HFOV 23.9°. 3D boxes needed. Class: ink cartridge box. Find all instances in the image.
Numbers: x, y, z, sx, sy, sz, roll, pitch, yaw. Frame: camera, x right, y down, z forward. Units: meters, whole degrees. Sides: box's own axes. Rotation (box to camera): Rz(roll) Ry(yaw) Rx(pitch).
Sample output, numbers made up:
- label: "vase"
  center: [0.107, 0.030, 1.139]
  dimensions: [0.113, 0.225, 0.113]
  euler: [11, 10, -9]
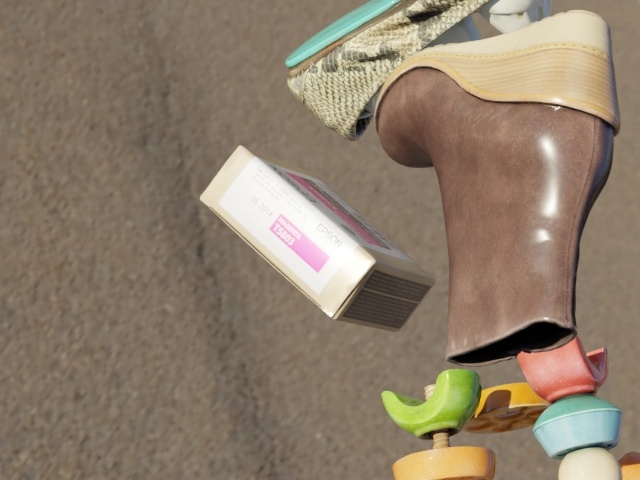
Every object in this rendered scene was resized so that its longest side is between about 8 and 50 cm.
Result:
- label: "ink cartridge box"
  center: [0.000, 0.000, 1.799]
  dimensions: [0.235, 0.088, 0.193]
  euler: [42, 10, 24]

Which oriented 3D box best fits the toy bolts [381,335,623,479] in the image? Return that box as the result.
- label: "toy bolts"
  center: [0.206, 0.207, 1.496]
  dimensions: [0.218, 0.228, 0.158]
  euler: [18, 56, -49]

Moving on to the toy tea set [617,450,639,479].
- label: "toy tea set"
  center: [0.321, 0.387, 1.740]
  dimensions: [0.124, 0.200, 0.336]
  euler: [19, 42, 33]

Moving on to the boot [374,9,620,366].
- label: "boot"
  center: [0.093, -0.023, 0.968]
  dimensions: [0.090, 0.248, 0.207]
  euler: [19, 72, -23]

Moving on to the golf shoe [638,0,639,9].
- label: "golf shoe"
  center: [0.337, -0.265, 1.470]
  dimensions: [0.198, 0.094, 0.077]
  euler: [34, 50, 27]

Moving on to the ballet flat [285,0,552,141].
- label: "ballet flat"
  center: [0.157, -0.267, 1.781]
  dimensions: [0.182, 0.483, 0.164]
  euler: [47, 41, -7]
